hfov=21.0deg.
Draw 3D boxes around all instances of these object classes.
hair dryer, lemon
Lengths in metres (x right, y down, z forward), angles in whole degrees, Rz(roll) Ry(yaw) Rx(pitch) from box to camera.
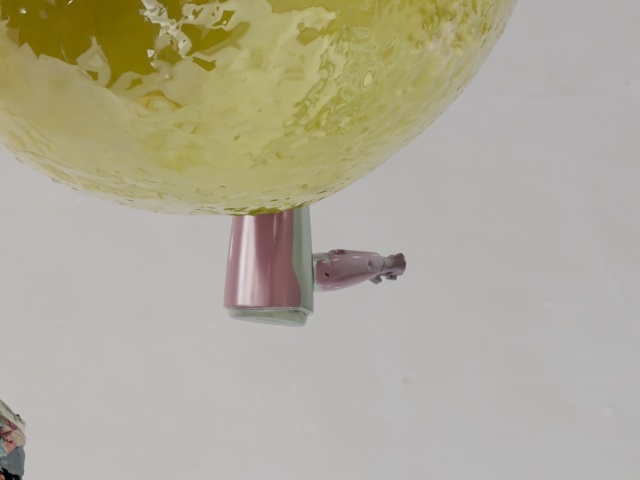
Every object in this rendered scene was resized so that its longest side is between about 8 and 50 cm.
[{"bbox_3d":[0.001,0.007,1.087,0.154,0.054,0.106,16,-104,-52],"label":"hair dryer"},{"bbox_3d":[-0.067,-0.174,0.866,0.364,0.364,0.364,5,-100,-32],"label":"lemon"}]

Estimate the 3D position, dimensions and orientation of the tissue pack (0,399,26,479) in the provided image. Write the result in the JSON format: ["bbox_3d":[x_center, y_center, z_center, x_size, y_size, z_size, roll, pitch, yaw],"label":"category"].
[{"bbox_3d":[-0.201,0.058,0.642,0.170,0.103,0.090,49,-160,-27],"label":"tissue pack"}]
